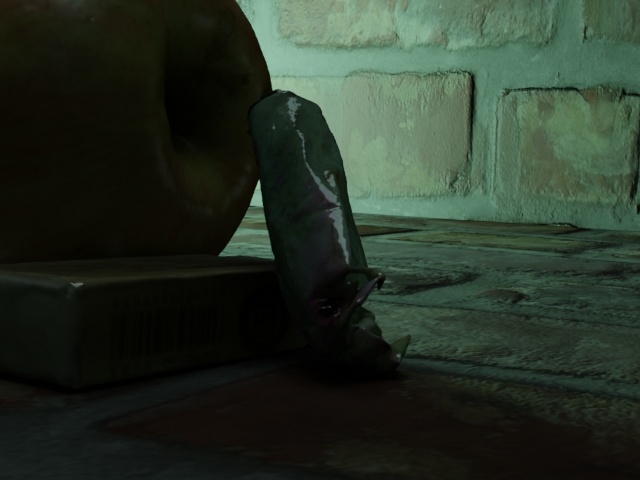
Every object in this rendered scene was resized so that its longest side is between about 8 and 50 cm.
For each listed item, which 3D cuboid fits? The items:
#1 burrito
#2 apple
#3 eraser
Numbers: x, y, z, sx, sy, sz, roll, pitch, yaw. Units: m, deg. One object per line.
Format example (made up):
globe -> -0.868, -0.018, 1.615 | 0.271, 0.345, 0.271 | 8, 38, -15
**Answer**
burrito -> 0.000, 0.000, 0.977 | 0.089, 0.229, 0.144 | -21, -41, 7
apple -> -0.252, -0.110, 1.197 | 0.346, 0.391, 0.391 | -4, 1, 29
eraser -> -0.125, 0.055, 1.003 | 0.144, 0.078, 0.343 | 6, 5, 36
